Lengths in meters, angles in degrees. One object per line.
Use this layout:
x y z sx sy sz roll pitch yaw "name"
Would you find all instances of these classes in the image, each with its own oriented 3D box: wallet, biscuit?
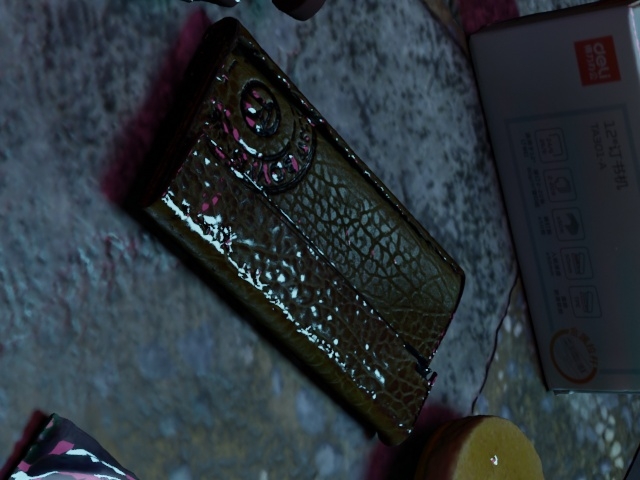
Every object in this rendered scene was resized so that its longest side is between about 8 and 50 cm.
0.000 0.000 0.831 0.243 0.039 0.132 46 53 -36 "wallet"
0.102 0.194 0.923 0.170 0.050 0.170 17 69 -54 "biscuit"

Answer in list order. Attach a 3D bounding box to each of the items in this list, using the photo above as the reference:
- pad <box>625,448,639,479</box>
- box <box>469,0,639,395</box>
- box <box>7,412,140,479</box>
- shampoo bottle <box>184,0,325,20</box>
0.271 0.231 1.144 0.112 0.003 0.157 -54 125 -38 "pad"
0.197 -0.027 0.990 0.079 0.135 0.269 -24 103 -44 "box"
-0.038 0.270 0.663 0.337 0.106 0.264 42 55 -25 "box"
-0.083 -0.165 0.735 0.236 0.067 0.068 20 81 -47 "shampoo bottle"
